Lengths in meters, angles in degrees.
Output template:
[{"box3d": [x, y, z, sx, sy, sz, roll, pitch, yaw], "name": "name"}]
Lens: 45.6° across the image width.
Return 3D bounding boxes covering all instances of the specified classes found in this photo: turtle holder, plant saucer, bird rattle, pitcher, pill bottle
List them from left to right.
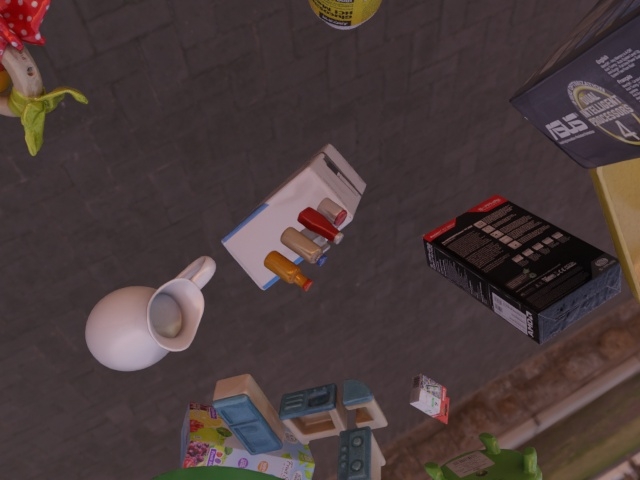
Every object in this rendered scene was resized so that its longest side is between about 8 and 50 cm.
[{"box3d": [-0.458, -0.247, 1.077, 0.143, 0.207, 0.253, -63, 150, -30], "name": "bird rattle"}, {"box3d": [-0.251, 0.107, 1.145, 0.207, 0.125, 0.177, -22, -155, 44], "name": "pitcher"}, {"box3d": [0.059, -0.604, 1.754, 0.188, 0.188, 0.334, -33, 178, 0], "name": "pill bottle"}, {"box3d": [0.390, 0.571, 1.618, 0.243, 0.227, 0.320, -24, -170, -41], "name": "turtle holder"}, {"box3d": [0.575, -0.106, 1.264, 0.333, 0.081, 0.332, -41, 123, -14], "name": "plant saucer"}]

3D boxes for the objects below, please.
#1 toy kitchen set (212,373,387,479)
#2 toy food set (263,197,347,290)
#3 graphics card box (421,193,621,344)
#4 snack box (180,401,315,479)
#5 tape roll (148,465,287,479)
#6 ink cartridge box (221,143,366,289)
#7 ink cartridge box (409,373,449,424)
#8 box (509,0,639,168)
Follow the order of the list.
[{"box3d": [-0.031, 0.258, 0.980, 0.207, 0.166, 0.122, -17, 125, 17], "name": "toy kitchen set"}, {"box3d": [0.000, 0.000, 1.546, 0.232, 0.104, 0.111, -36, 155, -48], "name": "toy food set"}, {"box3d": [0.423, 0.048, 1.638, 0.233, 0.371, 0.094, -28, 126, -20], "name": "graphics card box"}, {"box3d": [-0.127, 0.347, 1.276, 0.207, 0.174, 0.070, 15, 96, -13], "name": "snack box"}, {"box3d": [-0.115, 0.431, 1.035, 0.321, 0.077, 0.321, 4, 130, 5], "name": "tape roll"}, {"box3d": [-0.053, -0.074, 1.927, 0.285, 0.166, 0.395, -39, -174, 16], "name": "ink cartridge box"}, {"box3d": [0.232, 0.323, 1.549, 0.115, 0.063, 0.029, 34, 140, -28], "name": "ink cartridge box"}, {"box3d": [0.282, -0.193, 0.398, 0.318, 0.097, 0.395, -50, -179, 1], "name": "box"}]
